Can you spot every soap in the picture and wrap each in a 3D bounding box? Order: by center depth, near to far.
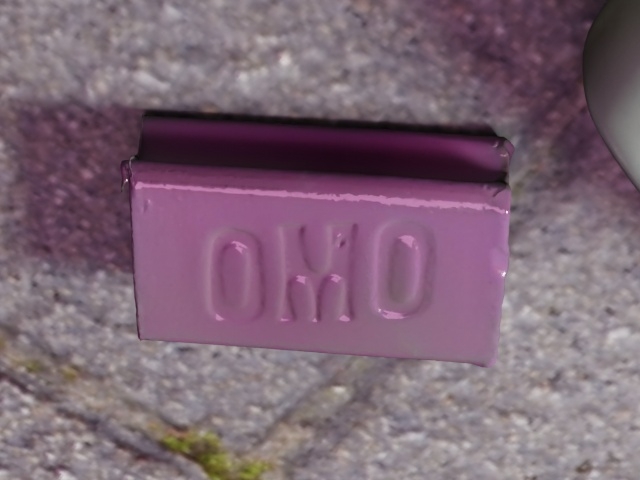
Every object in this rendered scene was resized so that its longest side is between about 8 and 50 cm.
[{"bbox_3d":[0.000,0.000,1.073,0.203,0.065,0.122,4,127,5],"label":"soap"}]

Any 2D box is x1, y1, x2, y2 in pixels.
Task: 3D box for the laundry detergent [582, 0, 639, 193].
[{"bbox_3d":[0.345,-0.097,0.896,0.398,0.124,0.264,-31,114,32],"label":"laundry detergent"}]
